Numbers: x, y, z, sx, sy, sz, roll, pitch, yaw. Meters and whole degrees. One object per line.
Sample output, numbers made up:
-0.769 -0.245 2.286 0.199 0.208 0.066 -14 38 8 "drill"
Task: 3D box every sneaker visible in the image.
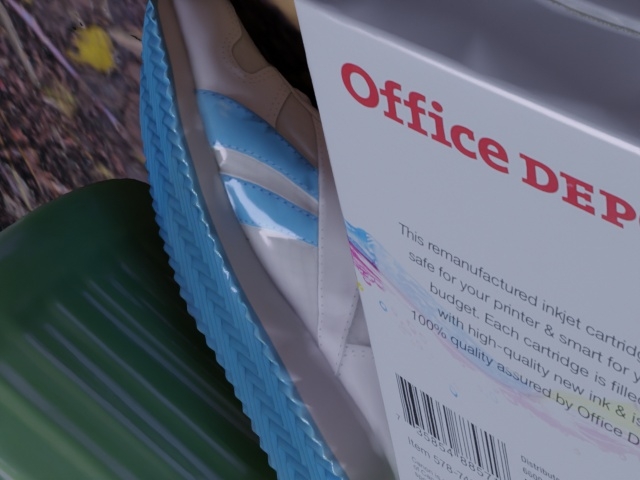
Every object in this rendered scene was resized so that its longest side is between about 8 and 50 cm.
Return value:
0.000 0.000 0.601 0.229 0.092 0.087 63 161 22 "sneaker"

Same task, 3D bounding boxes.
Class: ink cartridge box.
0.093 0.000 0.397 0.128 0.127 0.176 29 147 38 "ink cartridge box"

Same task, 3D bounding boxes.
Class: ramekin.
-0.109 0.137 0.714 0.148 0.303 0.303 37 151 12 "ramekin"
